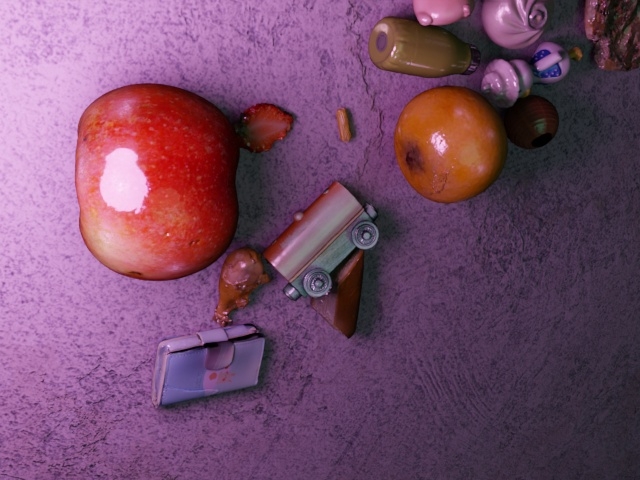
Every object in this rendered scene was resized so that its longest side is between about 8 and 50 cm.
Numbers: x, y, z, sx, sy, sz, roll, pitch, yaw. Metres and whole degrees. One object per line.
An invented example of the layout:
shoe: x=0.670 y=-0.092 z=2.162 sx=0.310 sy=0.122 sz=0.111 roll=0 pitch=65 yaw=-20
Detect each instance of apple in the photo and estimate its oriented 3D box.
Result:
apple: x=-0.281 y=-0.100 z=1.358 sx=0.276 sy=0.348 sz=0.349 roll=0 pitch=117 yaw=-14

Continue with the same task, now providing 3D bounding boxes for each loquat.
loquat: x=0.286 y=-0.209 z=1.722 sx=0.262 sy=0.263 sz=0.263 roll=-16 pitch=124 yaw=-26

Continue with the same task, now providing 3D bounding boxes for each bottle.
bottle: x=0.231 y=-0.405 z=1.666 sx=0.260 sy=0.112 sz=0.112 roll=1 pitch=115 yaw=-34

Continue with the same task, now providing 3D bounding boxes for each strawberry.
strawberry: x=-0.123 y=-0.230 z=1.579 sx=0.152 sy=0.048 sz=0.104 roll=-13 pitch=116 yaw=-44

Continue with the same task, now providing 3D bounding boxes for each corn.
corn: x=0.052 y=-0.250 z=1.695 sx=0.028 sy=0.027 sz=0.083 roll=-36 pitch=130 yaw=-33

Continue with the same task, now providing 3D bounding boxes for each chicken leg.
chicken leg: x=-0.181 y=0.103 z=1.716 sx=0.101 sy=0.085 sz=0.208 roll=-4 pitch=127 yaw=-45

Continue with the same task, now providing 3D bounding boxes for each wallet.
wallet: x=-0.255 y=0.285 z=1.770 sx=0.250 sy=0.075 sz=0.176 roll=-6 pitch=122 yaw=-32

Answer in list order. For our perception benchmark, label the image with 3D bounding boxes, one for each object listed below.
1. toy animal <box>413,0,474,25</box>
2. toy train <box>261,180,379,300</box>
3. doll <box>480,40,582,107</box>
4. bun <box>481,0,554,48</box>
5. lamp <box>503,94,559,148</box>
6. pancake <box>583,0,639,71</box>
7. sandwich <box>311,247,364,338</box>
toy animal: x=0.258 y=-0.548 z=1.581 sx=0.171 sy=0.171 sz=0.198 roll=-14 pitch=131 yaw=-27
toy train: x=0.000 y=0.000 z=1.752 sx=0.285 sy=0.116 sz=0.177 roll=-44 pitch=110 yaw=-3
doll: x=0.497 y=-0.398 z=1.847 sx=0.293 sy=0.138 sz=0.119 roll=-22 pitch=86 yaw=-25
bun: x=0.455 y=-0.513 z=1.750 sx=0.172 sy=0.120 sz=0.173 roll=-16 pitch=125 yaw=-24
lamp: x=0.519 y=-0.292 z=1.914 sx=0.136 sy=0.136 sz=0.137 roll=-16 pitch=124 yaw=-26
pancake: x=0.805 y=-0.609 z=1.959 sx=0.382 sy=0.071 sz=0.383 roll=-17 pitch=125 yaw=-25
sandwich: x=0.044 y=0.128 z=1.866 sx=0.096 sy=0.094 sz=0.258 roll=-13 pitch=121 yaw=-33
